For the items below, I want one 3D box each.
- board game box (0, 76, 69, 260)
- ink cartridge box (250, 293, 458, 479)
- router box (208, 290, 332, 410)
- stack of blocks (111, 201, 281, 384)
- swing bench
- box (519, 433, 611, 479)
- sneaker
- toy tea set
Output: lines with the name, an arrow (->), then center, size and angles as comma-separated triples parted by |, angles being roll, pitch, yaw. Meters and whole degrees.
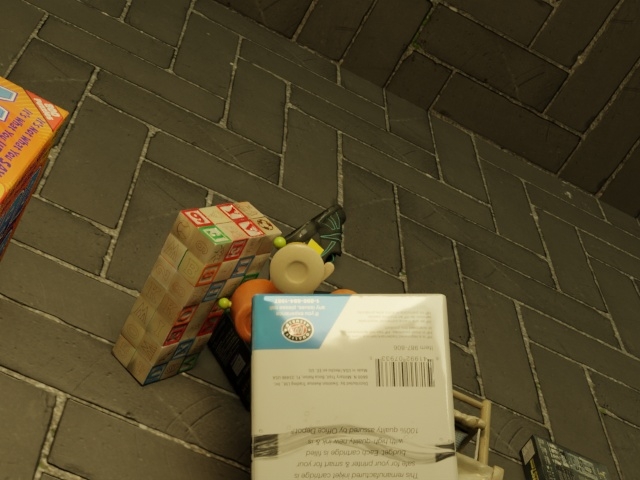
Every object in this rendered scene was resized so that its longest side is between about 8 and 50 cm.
board game box -> -0.627, -0.059, 1.580 | 0.357, 0.356, 0.356 | 27, 26, -9
ink cartridge box -> 0.041, 0.286, 1.620 | 0.286, 0.166, 0.394 | 1, 68, -4
router box -> -0.051, 0.195, 2.070 | 0.309, 0.081, 0.243 | 6, 37, -42
stack of blocks -> -0.205, 0.085, 1.850 | 0.087, 0.297, 0.171 | 41, 27, 23
swing bench -> 0.162, 0.360, 1.925 | 0.253, 0.165, 0.254 | 25, 27, -14
box -> 0.490, 0.494, 2.164 | 0.183, 0.059, 0.232 | 25, 26, -14
sneaker -> 0.000, 0.000, 2.479 | 0.106, 0.101, 0.267 | 54, 28, -2
toy tea set -> 0.002, 0.144, 1.833 | 0.336, 0.200, 0.124 | 45, 10, -14
